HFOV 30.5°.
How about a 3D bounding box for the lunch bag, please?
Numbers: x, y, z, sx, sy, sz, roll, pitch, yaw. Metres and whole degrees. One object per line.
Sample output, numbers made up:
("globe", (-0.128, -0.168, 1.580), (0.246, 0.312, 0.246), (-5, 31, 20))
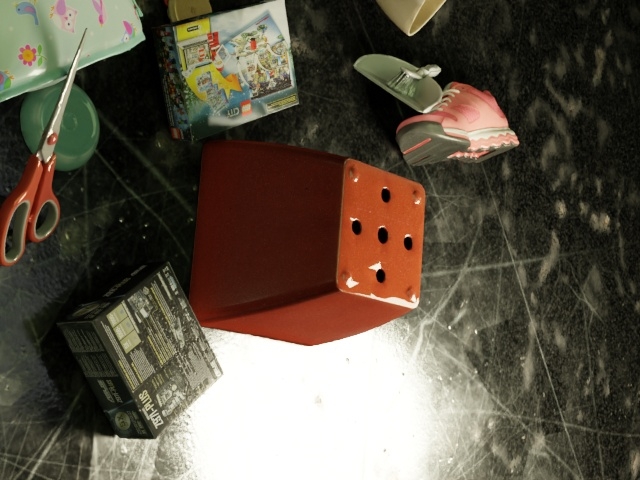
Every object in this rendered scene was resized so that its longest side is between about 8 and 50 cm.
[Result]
("lunch bag", (-0.343, -0.293, 1.370), (0.262, 0.160, 0.223), (-33, 109, -39))

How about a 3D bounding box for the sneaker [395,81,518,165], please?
("sneaker", (0.221, -0.210, 2.045), (0.314, 0.116, 0.136), (-4, 74, -52))

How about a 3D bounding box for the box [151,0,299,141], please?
("box", (-0.130, -0.246, 1.665), (0.233, 0.044, 0.159), (-26, 115, -46))

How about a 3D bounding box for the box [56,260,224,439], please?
("box", (-0.227, 0.140, 1.504), (0.147, 0.078, 0.180), (-43, 116, -42))

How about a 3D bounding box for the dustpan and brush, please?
("dustpan and brush", (0.157, -0.273, 1.968), (0.060, 0.147, 0.211), (-58, 165, 15))

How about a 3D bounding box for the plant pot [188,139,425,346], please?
("plant pot", (0.000, 0.000, 1.656), (0.267, 0.236, 0.267), (16, 73, -46))

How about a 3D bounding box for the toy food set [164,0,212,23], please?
("toy food set", (-0.185, -0.322, 1.648), (0.083, 0.020, 0.083), (-4, 89, -48))

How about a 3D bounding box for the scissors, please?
("scissors", (-0.321, -0.099, 1.345), (0.109, 0.021, 0.297), (-34, 151, -51))

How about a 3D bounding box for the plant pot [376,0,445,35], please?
("plant pot", (0.154, -0.502, 1.899), (0.191, 0.284, 0.284), (37, 51, 4))

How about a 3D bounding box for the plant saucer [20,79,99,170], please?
("plant saucer", (-0.321, -0.148, 1.476), (0.119, 0.021, 0.119), (8, 79, -48))
